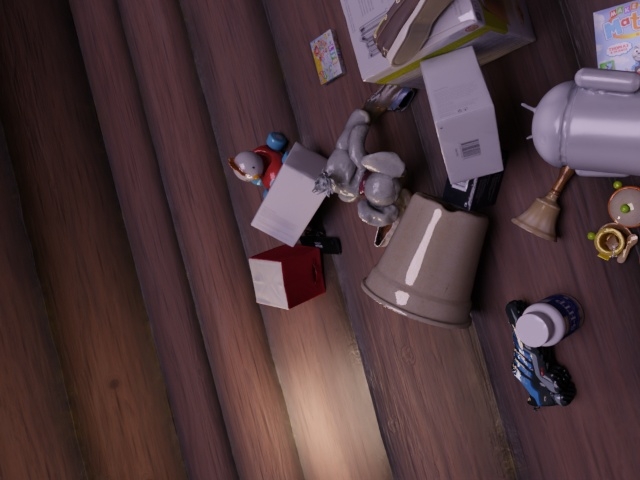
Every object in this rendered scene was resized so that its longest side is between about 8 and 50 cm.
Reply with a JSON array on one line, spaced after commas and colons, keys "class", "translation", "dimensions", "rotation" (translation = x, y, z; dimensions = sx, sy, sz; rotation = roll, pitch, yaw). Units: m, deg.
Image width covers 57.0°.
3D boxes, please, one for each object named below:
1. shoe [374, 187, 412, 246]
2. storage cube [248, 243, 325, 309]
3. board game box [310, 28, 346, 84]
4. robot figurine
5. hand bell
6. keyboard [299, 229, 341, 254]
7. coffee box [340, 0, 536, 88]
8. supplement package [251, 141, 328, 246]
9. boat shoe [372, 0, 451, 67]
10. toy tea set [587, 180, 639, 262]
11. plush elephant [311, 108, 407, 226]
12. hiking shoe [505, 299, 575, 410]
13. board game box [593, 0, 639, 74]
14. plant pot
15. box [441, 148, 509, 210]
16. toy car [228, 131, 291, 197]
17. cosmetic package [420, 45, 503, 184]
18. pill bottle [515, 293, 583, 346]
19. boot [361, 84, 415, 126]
[{"class": "shoe", "translation": [0.231, -0.067, 1.885], "dimensions": [0.076, 0.058, 0.218], "rotation": [42, 125, 32]}, {"class": "storage cube", "translation": [-0.124, 0.130, 2.178], "dimensions": [0.215, 0.193, 0.183], "rotation": [5, 109, 44]}, {"class": "board game box", "translation": [0.026, -0.620, 2.000], "dimensions": [0.104, 0.026, 0.154], "rotation": [-18, 85, 45]}, {"class": "robot figurine", "translation": [0.633, -0.252, 1.315], "dimensions": [0.354, 0.199, 0.299], "rotation": [12, 142, 30]}, {"class": "hand bell", "translation": [0.596, -0.130, 1.491], "dimensions": [0.126, 0.126, 0.241], "rotation": [35, 110, 35]}, {"class": "keyboard", "translation": [0.000, 0.000, 2.163], "dimensions": [0.192, 0.038, 0.100], "rotation": [3, 124, 44]}, {"class": "coffee box", "translation": [0.292, -0.615, 1.512], "dimensions": [0.338, 0.335, 0.337], "rotation": [-17, 85, 44]}, {"class": "supplement package", "translation": [-0.090, -0.159, 2.065], "dimensions": [0.178, 0.175, 0.293], "rotation": [29, 127, -7]}, {"class": "boat shoe", "translation": [0.224, -0.533, 1.279], "dimensions": [0.096, 0.117, 0.324], "rotation": [54, 134, 19]}, {"class": "toy tea set", "translation": [0.767, 0.006, 1.312], "dimensions": [0.336, 0.124, 0.199], "rotation": [31, 119, 37]}, {"class": "plush elephant", "translation": [0.151, -0.201, 1.803], "dimensions": [0.256, 0.330, 0.271], "rotation": [22, 132, 9]}, {"class": "hiking shoe", "translation": [0.558, 0.313, 1.596], "dimensions": [0.132, 0.113, 0.303], "rotation": [-32, 76, 43]}, {"class": "board game box", "translation": [0.714, -0.432, 1.336], "dimensions": [0.160, 0.039, 0.211], "rotation": [-3, 96, 46]}, {"class": "plant pot", "translation": [0.321, 0.039, 1.666], "dimensions": [0.334, 0.334, 0.305], "rotation": [29, 106, 38]}, {"class": "box", "translation": [0.420, -0.174, 1.600], "dimensions": [0.093, 0.158, 0.155], "rotation": [26, 116, 37]}, {"class": "toy car", "translation": [-0.232, -0.261, 2.185], "dimensions": [0.210, 0.238, 0.219], "rotation": [52, 131, 24]}, {"class": "cosmetic package", "translation": [0.344, -0.302, 1.434], "dimensions": [0.138, 0.224, 0.224], "rotation": [-15, 52, 13]}, {"class": "pill bottle", "translation": [0.579, 0.206, 1.500], "dimensions": [0.112, 0.187, 0.111], "rotation": [12, 107, 43]}, {"class": "boot", "translation": [0.202, -0.417, 1.826], "dimensions": [0.106, 0.082, 0.219], "rotation": [52, 128, 28]}]
